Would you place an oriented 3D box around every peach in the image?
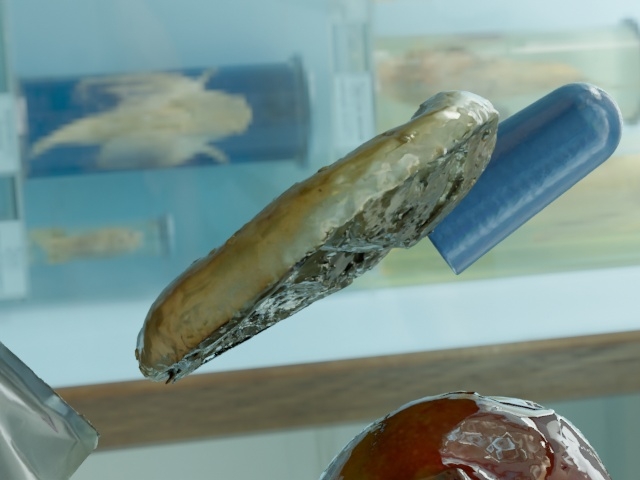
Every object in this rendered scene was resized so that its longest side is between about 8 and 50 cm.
[{"bbox_3d":[0.108,0.293,1.328,0.290,0.373,0.372,33,-49,45],"label":"peach"}]

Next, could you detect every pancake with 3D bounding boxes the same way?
[{"bbox_3d":[-0.001,0.000,1.371,0.082,0.387,0.387,56,-18,7],"label":"pancake"}]

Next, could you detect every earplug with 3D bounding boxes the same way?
[{"bbox_3d":[0.237,-0.088,1.949,0.132,0.273,0.132,55,6,-8],"label":"earplug"}]

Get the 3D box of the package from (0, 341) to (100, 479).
[{"bbox_3d":[-0.361,0.137,1.504,0.221,0.311,0.165,-7,-136,45],"label":"package"}]
